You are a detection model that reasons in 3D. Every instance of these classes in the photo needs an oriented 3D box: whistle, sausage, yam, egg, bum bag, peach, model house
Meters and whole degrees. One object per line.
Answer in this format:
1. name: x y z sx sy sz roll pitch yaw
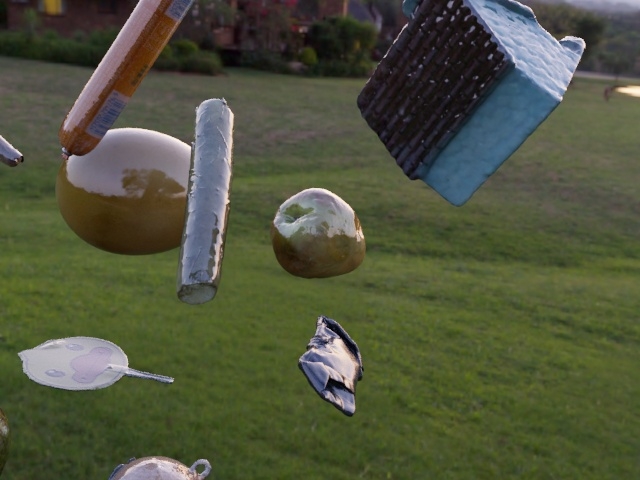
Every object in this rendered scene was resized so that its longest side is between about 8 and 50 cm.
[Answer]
1. whistle: -0.304 0.480 1.258 0.348 0.189 0.189 -42 31 -9
2. sausage: -0.215 -0.240 0.954 0.053 0.348 0.053 35 10 -7
3. yam: -0.752 -0.245 1.739 0.264 0.046 0.046 38 27 11
4. egg: -0.352 -0.093 1.563 0.322 0.250 0.250 6 16 -18
5. yam: -0.179 -0.070 1.261 0.083 0.083 0.371 2 57 -3
6. bum bag: 0.024 0.233 1.482 0.137 0.074 0.310 47 15 -4
7. peach: 0.000 0.000 1.876 0.235 0.214 0.214 43 -4 -31
8. model house: 0.194 -0.232 1.167 0.249 0.280 0.230 39 42 0

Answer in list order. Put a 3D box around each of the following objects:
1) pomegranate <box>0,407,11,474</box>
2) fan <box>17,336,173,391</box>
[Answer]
1. pomegranate: -0.607 0.294 1.213 0.222 0.204 0.276 -37 72 -11
2. fan: -0.479 0.268 1.700 0.335 0.011 0.229 11 19 -3
